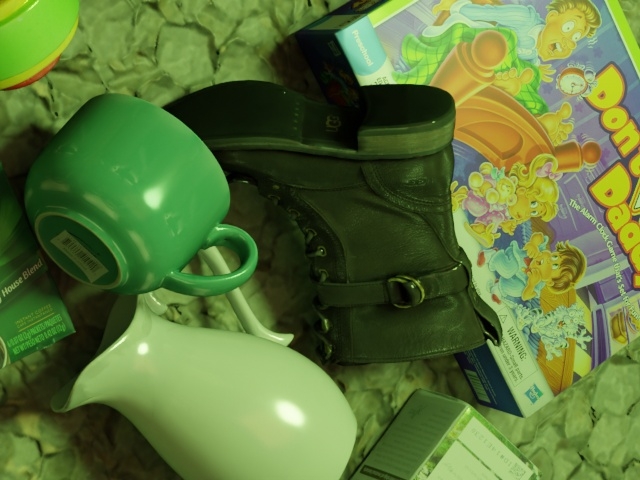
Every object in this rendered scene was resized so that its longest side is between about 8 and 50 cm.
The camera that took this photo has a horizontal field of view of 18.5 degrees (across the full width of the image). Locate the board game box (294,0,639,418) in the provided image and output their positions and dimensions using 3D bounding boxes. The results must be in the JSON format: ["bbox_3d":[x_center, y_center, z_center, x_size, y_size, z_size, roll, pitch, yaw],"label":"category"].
[{"bbox_3d":[0.161,-0.069,1.563,0.233,0.078,0.347,-33,108,-19],"label":"board game box"}]

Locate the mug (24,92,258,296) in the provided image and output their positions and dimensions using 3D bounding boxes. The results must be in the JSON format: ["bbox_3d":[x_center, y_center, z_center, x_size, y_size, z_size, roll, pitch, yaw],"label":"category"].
[{"bbox_3d":[-0.132,-0.021,1.376,0.097,0.158,0.129,-52,146,-33],"label":"mug"}]

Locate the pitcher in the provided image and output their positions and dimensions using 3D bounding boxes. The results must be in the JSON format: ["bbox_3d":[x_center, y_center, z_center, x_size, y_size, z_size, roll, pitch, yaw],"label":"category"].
[{"bbox_3d":[-0.071,0.097,1.456,0.207,0.125,0.178,30,67,-13],"label":"pitcher"}]

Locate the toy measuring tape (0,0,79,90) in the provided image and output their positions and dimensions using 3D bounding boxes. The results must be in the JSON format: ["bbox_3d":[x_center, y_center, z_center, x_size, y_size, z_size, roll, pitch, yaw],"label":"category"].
[{"bbox_3d":[-0.269,-0.120,1.327,0.330,0.121,0.121,-42,110,-18],"label":"toy measuring tape"}]

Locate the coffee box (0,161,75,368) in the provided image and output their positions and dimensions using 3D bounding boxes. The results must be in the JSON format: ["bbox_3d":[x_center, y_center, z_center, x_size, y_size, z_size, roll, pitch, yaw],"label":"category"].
[{"bbox_3d":[-0.262,0.007,1.391,0.113,0.040,0.184,-26,105,-21],"label":"coffee box"}]

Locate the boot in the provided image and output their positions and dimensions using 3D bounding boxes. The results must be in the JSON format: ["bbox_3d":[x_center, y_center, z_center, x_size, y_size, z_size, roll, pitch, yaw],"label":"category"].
[{"bbox_3d":[0.000,0.000,1.468,0.263,0.091,0.229,1,123,12],"label":"boot"}]

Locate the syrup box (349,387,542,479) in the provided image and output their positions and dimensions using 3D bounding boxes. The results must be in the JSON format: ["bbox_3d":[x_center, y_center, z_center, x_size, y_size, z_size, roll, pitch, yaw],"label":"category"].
[{"bbox_3d":[0.056,0.240,1.533,0.093,0.096,0.237,43,77,-20],"label":"syrup box"}]
